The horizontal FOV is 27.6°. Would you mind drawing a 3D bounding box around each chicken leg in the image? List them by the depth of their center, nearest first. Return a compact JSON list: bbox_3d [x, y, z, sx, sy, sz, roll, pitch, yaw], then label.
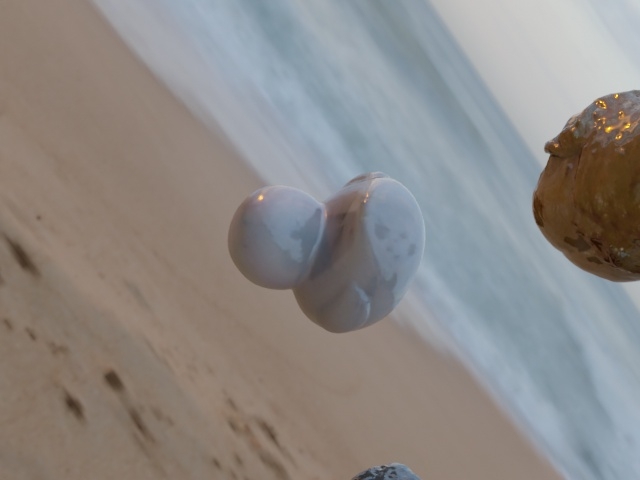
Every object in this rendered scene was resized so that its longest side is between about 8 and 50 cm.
[{"bbox_3d":[0.381,-0.082,1.158,0.409,0.295,0.182,139,-59,-67],"label":"chicken leg"}]

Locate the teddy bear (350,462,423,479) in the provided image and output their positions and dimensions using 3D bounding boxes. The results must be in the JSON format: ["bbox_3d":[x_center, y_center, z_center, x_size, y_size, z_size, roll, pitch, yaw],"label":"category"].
[{"bbox_3d":[0.085,0.353,1.381,0.251,0.171,0.144,-133,-145,-62],"label":"teddy bear"}]

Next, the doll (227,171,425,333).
[{"bbox_3d":[0.000,0.000,1.613,0.221,0.251,0.221,11,70,-31],"label":"doll"}]
